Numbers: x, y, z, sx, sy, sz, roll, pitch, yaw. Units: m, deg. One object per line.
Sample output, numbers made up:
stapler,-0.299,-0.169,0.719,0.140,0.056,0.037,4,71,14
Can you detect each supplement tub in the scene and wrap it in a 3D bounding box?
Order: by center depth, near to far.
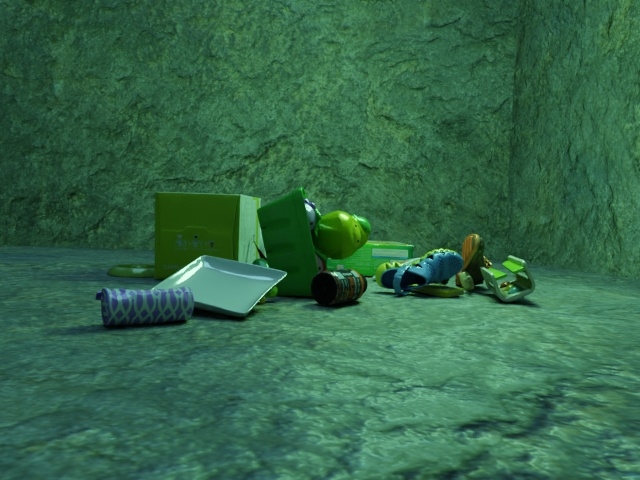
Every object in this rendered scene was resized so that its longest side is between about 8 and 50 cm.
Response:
supplement tub,0.065,0.139,1.611,0.105,0.106,0.197,4,3,35

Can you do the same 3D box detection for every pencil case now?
pencil case,-0.386,0.141,1.184,0.206,0.086,0.088,3,36,-37

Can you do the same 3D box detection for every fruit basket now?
fruit basket,0.000,0.000,1.789,0.391,0.393,0.283,3,2,2

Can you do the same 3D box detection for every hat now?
hat,-0.210,0.075,1.962,0.208,0.184,0.173,4,3,27

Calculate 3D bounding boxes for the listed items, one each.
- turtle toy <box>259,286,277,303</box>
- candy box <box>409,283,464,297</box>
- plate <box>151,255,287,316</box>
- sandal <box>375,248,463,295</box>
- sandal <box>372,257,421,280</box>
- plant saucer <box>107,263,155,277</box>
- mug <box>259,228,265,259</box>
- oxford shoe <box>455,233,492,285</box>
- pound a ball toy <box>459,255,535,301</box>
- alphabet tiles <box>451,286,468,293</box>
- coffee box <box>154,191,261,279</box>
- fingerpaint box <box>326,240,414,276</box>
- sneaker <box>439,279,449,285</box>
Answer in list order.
turtle toy,-0.188,0.144,1.559,0.130,0.066,0.095,23,-3,-28
candy box,0.412,0.177,1.944,0.105,0.027,0.205,-6,10,-40
plate,-0.265,0.126,1.420,0.277,0.045,0.277,10,22,15
sandal,0.361,0.124,1.875,0.317,0.126,0.138,-17,18,0
sandal,0.345,0.149,2.355,0.265,0.076,0.102,-22,1,-28
plant saucer,-0.739,0.120,2.145,0.240,0.037,0.241,3,2,0
mug,-0.321,0.031,2.561,0.327,0.276,0.374,13,-23,33
oxford shoe,0.635,0.081,2.137,0.132,0.130,0.364,8,-24,10
pound a ball toy,0.637,0.159,1.920,0.208,0.136,0.319,-23,-2,9
alphabet tiles,0.457,0.188,2.104,0.198,0.009,0.237,2,2,-3
coffee box,-0.440,-0.016,2.112,0.337,0.339,0.334,2,3,7
fingerpaint box,0.199,0.083,2.609,0.444,0.163,0.371,3,3,-5
sneaker,0.441,0.131,2.131,0.237,0.085,0.086,13,-2,-41
